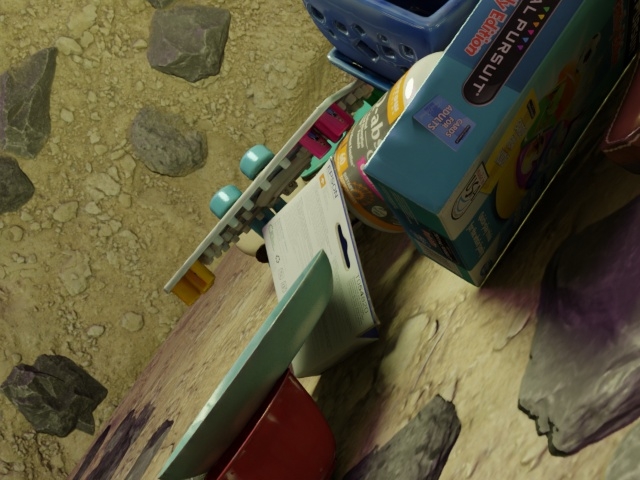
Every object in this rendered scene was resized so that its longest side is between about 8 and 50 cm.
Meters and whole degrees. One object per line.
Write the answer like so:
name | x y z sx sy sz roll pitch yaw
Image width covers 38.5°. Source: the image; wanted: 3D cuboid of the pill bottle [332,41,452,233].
pill bottle | 0.141 -0.130 1.122 0.278 0.162 0.162 -42 16 54

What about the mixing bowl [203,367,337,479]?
mixing bowl | -0.047 0.232 0.949 0.181 0.098 0.181 -55 2 3

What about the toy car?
toy car | -0.066 -0.059 1.932 0.210 0.219 0.238 -52 -18 13

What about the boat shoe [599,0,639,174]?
boat shoe | 0.301 -0.203 0.716 0.324 0.120 0.122 -57 10 -12

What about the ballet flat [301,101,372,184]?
ballet flat | 0.087 -0.183 1.689 0.349 0.123 0.123 -32 24 52

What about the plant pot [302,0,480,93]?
plant pot | 0.133 -0.320 1.249 0.236 0.236 0.212 -47 -29 -20

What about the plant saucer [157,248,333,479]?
plant saucer | -0.075 0.149 1.051 0.317 0.044 0.317 -53 1 1

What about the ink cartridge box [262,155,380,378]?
ink cartridge box | 0.008 0.039 1.162 0.224 0.045 0.223 -41 57 55

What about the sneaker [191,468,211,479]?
sneaker | -0.130 0.285 1.322 0.076 0.065 0.166 -29 29 60

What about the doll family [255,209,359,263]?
doll family | 0.000 0.000 1.553 0.263 0.118 0.163 -39 0 44

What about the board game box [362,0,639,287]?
board game box | 0.190 -0.140 0.823 0.336 0.079 0.254 -55 -22 -3

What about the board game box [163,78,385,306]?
board game box | -0.042 -0.096 1.430 0.390 0.050 0.390 -47 0 25
